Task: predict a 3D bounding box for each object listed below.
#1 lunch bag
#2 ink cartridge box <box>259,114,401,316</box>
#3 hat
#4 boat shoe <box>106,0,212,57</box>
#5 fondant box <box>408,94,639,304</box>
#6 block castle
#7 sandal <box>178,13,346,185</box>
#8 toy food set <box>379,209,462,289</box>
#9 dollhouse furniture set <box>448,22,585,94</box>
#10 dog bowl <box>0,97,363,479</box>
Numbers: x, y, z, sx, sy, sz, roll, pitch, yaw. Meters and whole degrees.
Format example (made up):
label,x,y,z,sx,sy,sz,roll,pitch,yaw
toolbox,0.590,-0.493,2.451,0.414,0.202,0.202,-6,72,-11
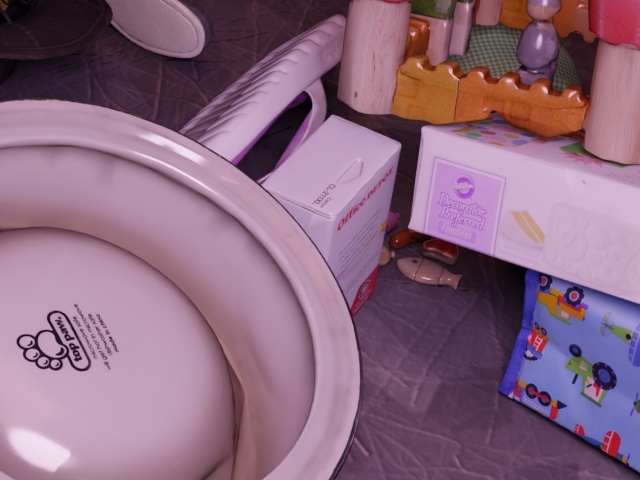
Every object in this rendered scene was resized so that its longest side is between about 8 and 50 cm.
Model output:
label,x,y,z,sx,sy,sz,roll,pitch,yaw
lunch bag,0.335,0.078,1.616,0.221,0.138,0.293,31,36,30
ink cartridge box,0.000,0.000,1.597,0.072,0.175,0.127,25,43,18
hat,-0.377,-0.219,1.819,0.331,0.134,0.331,19,33,-13
boat shoe,-0.196,-0.264,1.939,0.233,0.084,0.079,30,45,27
fondant box,0.265,-0.044,1.624,0.238,0.096,0.330,19,18,32
block castle,0.214,-0.242,1.673,0.303,0.212,0.453,13,21,16
sandal,-0.062,-0.088,1.739,0.102,0.169,0.416,53,45,-11
toy food set,0.075,0.002,1.728,0.122,0.019,0.078,13,41,5
dollhouse furniture set,0.258,-0.252,1.952,0.302,0.151,0.197,-3,42,-13
dog bowl,-0.181,0.092,1.405,0.408,0.150,0.408,17,47,-19
